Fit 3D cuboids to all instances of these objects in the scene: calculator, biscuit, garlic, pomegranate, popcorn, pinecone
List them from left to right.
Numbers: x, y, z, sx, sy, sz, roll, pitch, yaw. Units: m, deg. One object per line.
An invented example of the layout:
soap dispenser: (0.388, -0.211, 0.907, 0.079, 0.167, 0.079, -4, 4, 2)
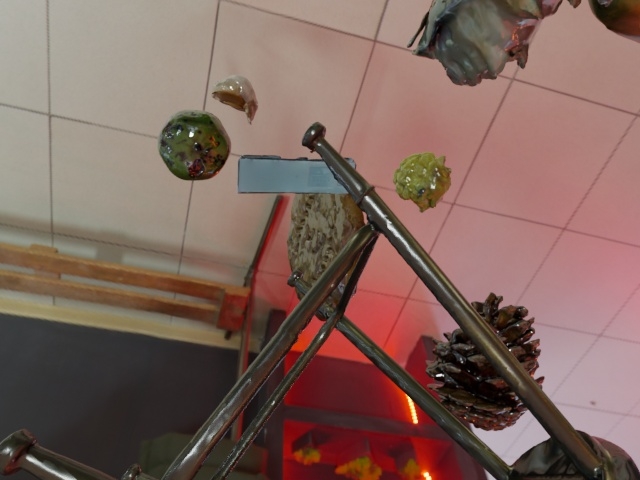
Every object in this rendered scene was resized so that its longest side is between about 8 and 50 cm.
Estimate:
pomegranate: (-0.213, -0.163, 0.880, 0.122, 0.161, 0.122, -1, 98, -4)
garlic: (-0.177, -0.312, 1.091, 0.094, 0.113, 0.074, 30, 85, 18)
calculator: (-0.032, -0.093, 0.723, 0.171, 0.018, 0.057, -2, 114, -18)
biscuit: (0.000, 0.000, 1.136, 0.046, 0.359, 0.359, 0, 126, -25)
popcorn: (0.292, -0.166, 1.449, 0.173, 0.174, 0.142, -6, 163, 1)
pinecone: (0.266, 0.192, 0.815, 0.179, 0.184, 0.205, 13, 98, -13)

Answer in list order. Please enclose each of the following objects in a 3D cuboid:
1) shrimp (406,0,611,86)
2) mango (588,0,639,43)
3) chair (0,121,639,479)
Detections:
shrimp: (0.190, -0.142, 0.322, 0.068, 0.287, 0.185, -30, 147, -31)
mango: (0.431, -0.310, 0.613, 0.221, 0.120, 0.152, 13, 108, -14)
chair: (0.041, 0.205, 0.509, 0.410, 0.362, 0.365, 34, 155, 12)
